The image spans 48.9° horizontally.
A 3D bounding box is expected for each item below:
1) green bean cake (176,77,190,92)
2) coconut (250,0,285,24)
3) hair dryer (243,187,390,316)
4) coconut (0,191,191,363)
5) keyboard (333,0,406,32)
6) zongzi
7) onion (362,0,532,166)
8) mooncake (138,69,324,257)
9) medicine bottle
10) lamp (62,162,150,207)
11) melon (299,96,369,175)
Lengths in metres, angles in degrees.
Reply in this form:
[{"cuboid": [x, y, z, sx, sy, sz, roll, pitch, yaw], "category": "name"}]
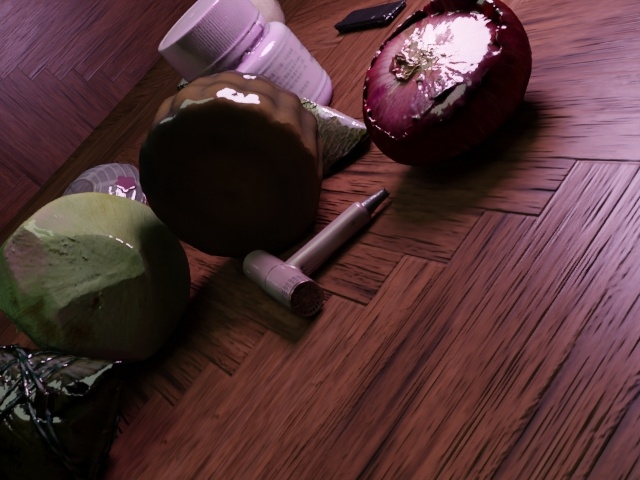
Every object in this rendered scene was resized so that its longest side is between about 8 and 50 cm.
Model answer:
[{"cuboid": [-0.230, -0.334, 1.653, 0.183, 0.185, 0.094, 5, 57, 55], "category": "green bean cake"}, {"cuboid": [-0.203, -0.526, 1.831, 0.266, 0.237, 0.237, -33, 29, 22], "category": "coconut"}, {"cuboid": [-0.003, -0.005, 1.021, 0.220, 0.053, 0.195, -49, 27, -9], "category": "hair dryer"}, {"cuboid": [-0.376, 0.065, 1.178, 0.328, 0.328, 0.281, -15, 30, 45], "category": "coconut"}, {"cuboid": [0.112, -0.508, 1.600, 0.072, 0.023, 0.231, -44, 26, -13], "category": "keyboard"}, {"cuboid": [-0.492, 0.247, 1.034, 0.383, 0.362, 0.319, 16, 83, 58], "category": "zongzi"}, {"cuboid": [0.171, -0.210, 0.949, 0.248, 0.161, 0.248, -42, 29, 29], "category": "onion"}, {"cuboid": [-0.137, -0.122, 1.120, 0.290, 0.290, 0.161, -33, 24, 22], "category": "mooncake"}, {"cuboid": [-0.150, -0.342, 1.421, 0.241, 0.302, 0.241, -34, 29, 22], "category": "medicine bottle"}, {"cuboid": [-0.433, -0.040, 1.489, 0.233, 0.233, 0.265, -33, 54, 23], "category": "lamp"}, {"cuboid": [-0.004, -0.187, 1.223, 0.202, 0.139, 0.093, -29, 9, 34], "category": "melon"}]
